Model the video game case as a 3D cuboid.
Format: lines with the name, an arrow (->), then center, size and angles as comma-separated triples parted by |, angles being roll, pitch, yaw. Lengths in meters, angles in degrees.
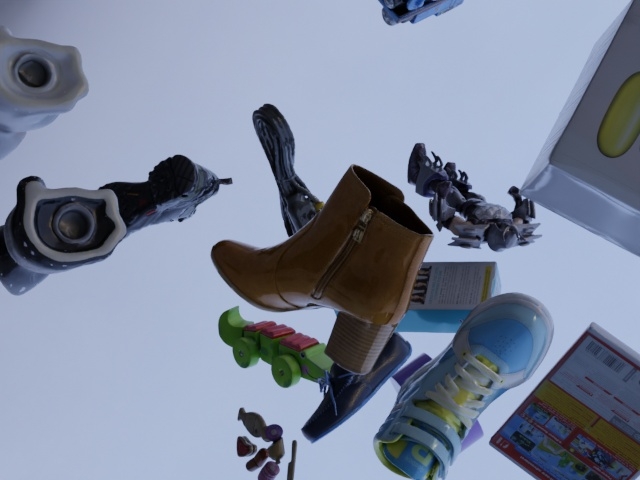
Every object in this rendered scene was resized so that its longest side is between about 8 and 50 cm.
video game case -> 0.416, 0.282, 1.477 | 0.285, 0.204, 0.025 | -59, 171, 33

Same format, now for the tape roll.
tape roll -> 0.213, 0.306, 1.780 | 0.080, 0.189, 0.189 | -33, -148, -6

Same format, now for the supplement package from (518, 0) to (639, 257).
supplement package -> 0.353, -0.106, 1.025 | 0.203, 0.194, 0.149 | -61, 176, -8

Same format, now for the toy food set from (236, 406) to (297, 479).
toy food set -> -0.071, 0.247, 1.131 | 0.122, 0.019, 0.078 | 9, -85, 54

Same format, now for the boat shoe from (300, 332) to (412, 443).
boat shoe -> 0.046, 0.242, 1.662 | 0.258, 0.089, 0.109 | -41, -179, -36

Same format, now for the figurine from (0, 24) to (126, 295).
figurine -> -0.275, -0.062, 0.882 | 0.209, 0.092, 0.215 | -21, -98, 56

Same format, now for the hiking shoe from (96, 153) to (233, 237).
hiking shoe -> -0.234, -0.046, 1.370 | 0.227, 0.114, 0.086 | -19, -110, 31

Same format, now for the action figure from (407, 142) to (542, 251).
action figure -> 0.237, -0.059, 1.542 | 0.285, 0.185, 0.099 | 48, -57, 56

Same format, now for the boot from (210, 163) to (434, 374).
boot -> 0.000, 0.000, 1.156 | 0.295, 0.104, 0.211 | 34, -65, 33

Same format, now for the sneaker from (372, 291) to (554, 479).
sneaker -> 0.189, 0.220, 1.310 | 0.319, 0.127, 0.208 | -55, 177, 39

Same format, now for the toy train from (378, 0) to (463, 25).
toy train -> 0.178, -0.422, 1.636 | 0.184, 0.080, 0.105 | -31, 162, -23

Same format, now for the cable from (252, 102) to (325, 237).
cable -> -0.032, -0.085, 1.450 | 0.072, 0.287, 0.139 | -30, -154, -19

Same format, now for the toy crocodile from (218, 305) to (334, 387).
toy crocodile -> -0.079, 0.217, 1.966 | 0.340, 0.115, 0.105 | 16, -67, 46

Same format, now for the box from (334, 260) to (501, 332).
box -> 0.151, 0.088, 1.494 | 0.244, 0.060, 0.100 | -1, -135, 20
